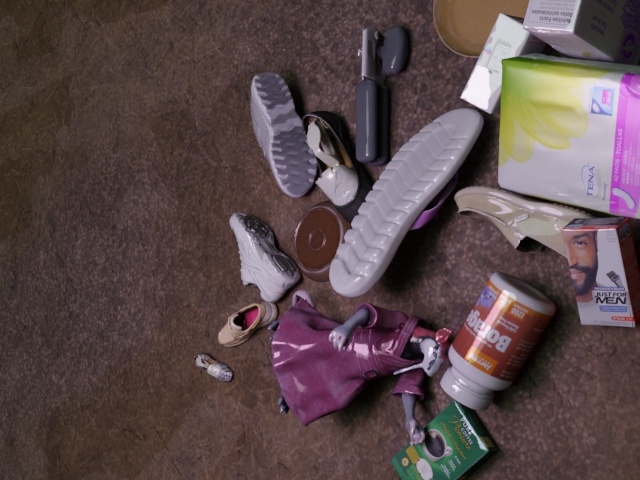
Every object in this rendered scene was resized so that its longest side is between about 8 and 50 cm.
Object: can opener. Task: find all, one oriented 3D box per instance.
[{"bbox_3d":[0.113,-0.288,1.929,0.093,0.074,0.280,-1,82,41],"label":"can opener"}]

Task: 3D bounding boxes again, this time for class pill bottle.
[{"bbox_3d":[0.291,0.171,1.652,0.121,0.121,0.216,38,107,39],"label":"pill bottle"}]

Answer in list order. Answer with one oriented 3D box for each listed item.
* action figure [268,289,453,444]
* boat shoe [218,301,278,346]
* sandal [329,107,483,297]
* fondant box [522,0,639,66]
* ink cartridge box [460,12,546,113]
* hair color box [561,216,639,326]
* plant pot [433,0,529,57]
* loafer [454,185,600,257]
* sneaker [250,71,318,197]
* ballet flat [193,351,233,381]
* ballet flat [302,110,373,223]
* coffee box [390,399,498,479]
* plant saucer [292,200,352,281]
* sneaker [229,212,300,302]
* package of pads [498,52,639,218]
[{"bbox_3d":[0.096,0.215,1.819,0.370,0.275,0.248,-14,110,23],"label":"action figure"},{"bbox_3d":[-0.167,0.174,2.100,0.170,0.059,0.063,-36,60,31],"label":"boat shoe"},{"bbox_3d":[0.166,-0.065,1.824,0.416,0.102,0.169,-52,33,2],"label":"sandal"},{"bbox_3d":[0.452,-0.453,1.549,0.096,0.238,0.330,18,94,40],"label":"fondant box"},{"bbox_3d":[0.327,-0.320,1.694,0.067,0.115,0.198,33,112,21],"label":"ink cartridge box"},{"bbox_3d":[0.442,0.049,1.535,0.093,0.053,0.167,-1,111,42],"label":"hair color box"},{"bbox_3d":[0.313,-0.447,1.811,0.236,0.032,0.236,-9,76,41],"label":"plant pot"},{"bbox_3d":[0.336,-0.028,1.663,0.269,0.102,0.092,16,89,40],"label":"loafer"},{"bbox_3d":[-0.080,-0.214,2.096,0.115,0.105,0.281,124,134,-64],"label":"sneaker"},{"bbox_3d":[-0.239,0.278,2.158,0.114,0.041,0.041,26,99,41],"label":"ballet flat"},{"bbox_3d":[0.026,-0.143,1.964,0.095,0.096,0.280,-40,58,28],"label":"ballet flat"},{"bbox_3d":[0.216,0.377,1.733,0.184,0.040,0.113,-50,54,24],"label":"coffee box"},{"bbox_3d":[0.000,0.000,2.007,0.168,0.029,0.168,-8,77,41],"label":"plant saucer"},{"bbox_3d":[-0.143,0.039,2.088,0.115,0.090,0.232,-54,51,25],"label":"sneaker"},{"bbox_3d":[0.425,-0.166,1.566,0.297,0.101,0.229,19,118,41],"label":"package of pads"}]
